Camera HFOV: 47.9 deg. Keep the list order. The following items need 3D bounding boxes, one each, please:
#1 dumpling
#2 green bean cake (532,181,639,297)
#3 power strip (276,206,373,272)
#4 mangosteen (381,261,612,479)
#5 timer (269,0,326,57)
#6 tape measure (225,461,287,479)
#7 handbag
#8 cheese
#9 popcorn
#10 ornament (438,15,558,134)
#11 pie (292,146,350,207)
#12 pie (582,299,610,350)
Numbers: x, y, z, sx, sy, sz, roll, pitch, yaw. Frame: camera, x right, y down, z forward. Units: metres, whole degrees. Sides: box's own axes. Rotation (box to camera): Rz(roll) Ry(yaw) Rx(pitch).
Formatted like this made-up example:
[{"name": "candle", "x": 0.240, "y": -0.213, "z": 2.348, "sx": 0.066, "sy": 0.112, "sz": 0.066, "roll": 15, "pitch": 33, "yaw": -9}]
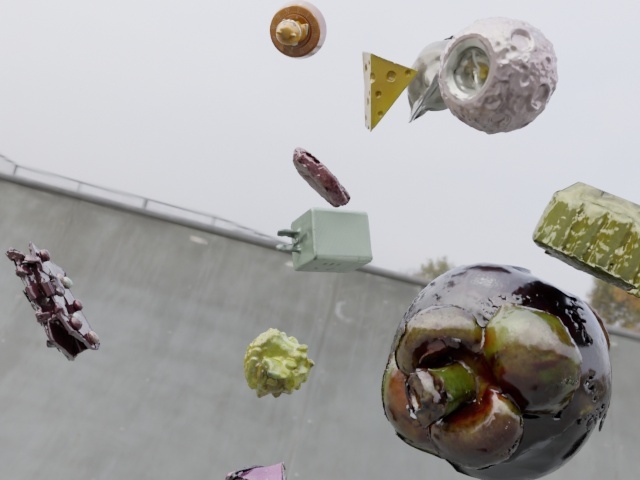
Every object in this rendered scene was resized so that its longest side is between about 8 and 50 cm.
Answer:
[{"name": "dumpling", "x": 0.289, "y": -0.427, "z": 1.863, "sx": 0.205, "sy": 0.163, "sz": 0.293, "roll": -19, "pitch": -22, "yaw": -31}, {"name": "green bean cake", "x": 0.475, "y": 0.015, "z": 1.114, "sx": 0.236, "sy": 0.124, "sz": 0.233, "roll": 31, "pitch": 8, "yaw": 39}, {"name": "power strip", "x": 0.000, "y": 0.000, "z": 1.819, "sx": 0.224, "sy": 0.139, "sz": 0.140, "roll": 3, "pitch": -16, "yaw": -26}, {"name": "mangosteen", "x": 0.289, "y": 0.207, "z": 1.211, "sx": 0.381, "sy": 0.380, "sz": 0.421, "roll": 9, "pitch": -20, "yaw": 31}, {"name": "timer", "x": -0.061, "y": -0.462, "z": 1.593, "sx": 0.132, "sy": 0.132, "sz": 0.152, "roll": 13, "pitch": 20, "yaw": 4}, {"name": "tape measure", "x": -0.112, "y": 0.443, "z": 1.247, "sx": 0.118, "sy": 0.125, "sz": 0.074, "roll": -8, "pitch": 28, "yaw": 0}, {"name": "handbag", "x": -0.504, "y": 0.118, "z": 1.374, "sx": 0.074, "sy": 0.203, "sz": 0.216, "roll": -27, "pitch": -17, "yaw": -14}, {"name": "cheese", "x": 0.138, "y": -0.346, "z": 1.717, "sx": 0.126, "sy": 0.171, "sz": 0.093, "roll": 16, "pitch": 15, "yaw": -13}, {"name": "popcorn", "x": -0.102, "y": 0.302, "z": 1.773, "sx": 0.174, "sy": 0.173, "sz": 0.142, "roll": 10, "pitch": -29, "yaw": 25}, {"name": "ornament", "x": 0.398, "y": -0.363, "z": 1.591, "sx": 0.225, "sy": 0.259, "sz": 0.259, "roll": -1, "pitch": 3, "yaw": -39}, {"name": "pie", "x": -0.003, "y": -0.118, "z": 1.361, "sx": 0.153, "sy": 0.038, "sz": 0.153, "roll": 44, "pitch": -2, "yaw": 2}, {"name": "pie", "x": 0.524, "y": 0.179, "z": 1.444, "sx": 0.088, "sy": 0.191, "sz": 0.033, "roll": -23, "pitch": 5, "yaw": 35}]
